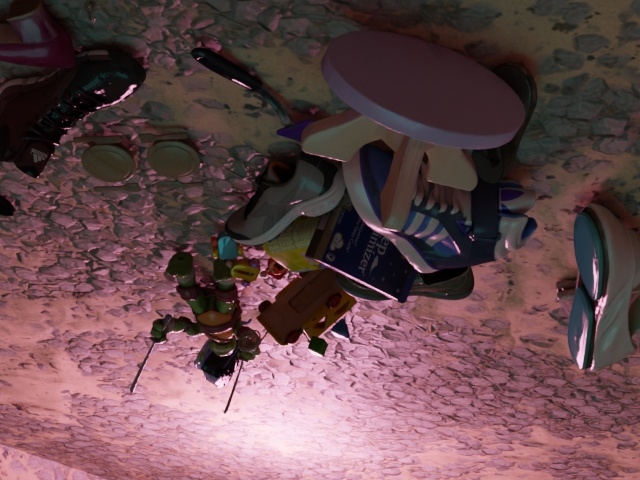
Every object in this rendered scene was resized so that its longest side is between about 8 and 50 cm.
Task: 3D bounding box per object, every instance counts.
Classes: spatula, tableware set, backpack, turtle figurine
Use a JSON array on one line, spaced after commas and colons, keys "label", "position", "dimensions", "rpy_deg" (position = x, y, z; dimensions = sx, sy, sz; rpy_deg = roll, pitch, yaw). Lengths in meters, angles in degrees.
[{"label": "spatula", "position": [-0.078, -0.204, 1.730], "dimensions": [0.084, 0.030, 0.296], "rpy_deg": [-14, 146, 40]}, {"label": "tableware set", "position": [-0.286, -0.136, 1.914], "dimensions": [0.194, 0.039, 0.128], "rpy_deg": [-2, 140, 8]}, {"label": "backpack", "position": [-0.220, 0.258, 2.583], "dimensions": [0.084, 0.105, 0.114], "rpy_deg": [28, 156, 11]}, {"label": "turtle figurine", "position": [-0.219, 0.169, 2.266], "dimensions": [0.197, 0.274, 0.266], "rpy_deg": [28, 140, 34]}]

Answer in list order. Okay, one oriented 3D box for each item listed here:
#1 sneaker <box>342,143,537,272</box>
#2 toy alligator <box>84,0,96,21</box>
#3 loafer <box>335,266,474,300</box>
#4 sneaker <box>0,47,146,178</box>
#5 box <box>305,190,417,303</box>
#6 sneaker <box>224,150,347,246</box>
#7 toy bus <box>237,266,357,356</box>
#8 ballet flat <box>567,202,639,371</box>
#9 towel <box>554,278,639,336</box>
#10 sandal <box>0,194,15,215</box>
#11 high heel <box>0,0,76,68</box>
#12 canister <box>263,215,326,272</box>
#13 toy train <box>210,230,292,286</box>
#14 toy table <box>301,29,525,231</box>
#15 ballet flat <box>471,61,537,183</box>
[{"label": "sneaker", "position": [0.202, -0.072, 1.824], "dimensions": [0.236, 0.130, 0.323], "rpy_deg": [-17, 141, 25]}, {"label": "toy alligator", "position": [-0.284, -0.347, 1.497], "dimensions": [0.051, 0.056, 0.190], "rpy_deg": [-30, 156, -15]}, {"label": "loafer", "position": [0.152, 0.050, 2.101], "dimensions": [0.251, 0.094, 0.087], "rpy_deg": [0, 150, -5]}, {"label": "sneaker", "position": [-0.374, -0.169, 1.736], "dimensions": [0.281, 0.163, 0.106], "rpy_deg": [-13, 146, 35]}, {"label": "box", "position": [0.092, 0.008, 1.976], "dimensions": [0.225, 0.136, 0.036], "rpy_deg": [27, 171, -33]}, {"label": "sneaker", "position": [-0.070, -0.075, 1.925], "dimensions": [0.108, 0.100, 0.271], "rpy_deg": [39, 138, -23]}, {"label": "toy bus", "position": [-0.030, 0.136, 2.194], "dimensions": [0.202, 0.191, 0.104], "rpy_deg": [-2, 151, 18]}, {"label": "ballet flat", "position": [0.488, 0.069, 1.987], "dimensions": [0.139, 0.139, 0.400], "rpy_deg": [3, 139, 11]}, {"label": "towel", "position": [0.576, 0.112, 2.135], "dimensions": [0.282, 0.049, 0.187], "rpy_deg": [-10, 148, 31]}, {"label": "sandal", "position": [-0.627, -0.076, 2.117], "dimensions": [0.179, 0.040, 0.067], "rpy_deg": [29, 146, -34]}, {"label": "high heel", "position": [-0.467, -0.265, 1.670], "dimensions": [0.244, 0.082, 0.117], "rpy_deg": [-13, 137, 12]}, {"label": "canister", "position": [0.000, 0.000, 2.055], "dimensions": [0.169, 0.073, 0.126], "rpy_deg": [-11, 148, 35]}, {"label": "toy train", "position": [-0.122, 0.015, 2.154], "dimensions": [0.125, 0.046, 0.166], "rpy_deg": [-38, 123, 18]}, {"label": "toy table", "position": [0.113, -0.155, 1.581], "dimensions": [0.274, 0.252, 0.161], "rpy_deg": [21, 134, -6]}, {"label": "ballet flat", "position": [0.262, -0.171, 1.683], "dimensions": [0.084, 0.058, 0.250], "rpy_deg": [38, 154, 21]}]
